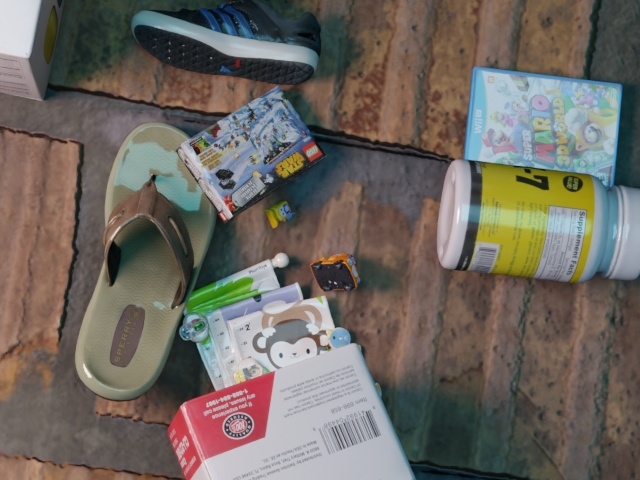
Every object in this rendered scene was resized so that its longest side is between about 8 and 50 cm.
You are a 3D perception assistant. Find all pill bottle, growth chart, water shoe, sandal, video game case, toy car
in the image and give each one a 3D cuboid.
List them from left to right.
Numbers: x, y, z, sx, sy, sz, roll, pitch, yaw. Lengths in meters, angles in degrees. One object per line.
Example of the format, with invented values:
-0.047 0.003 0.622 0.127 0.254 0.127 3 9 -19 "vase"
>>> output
-0.176 0.017 1.875 0.120 0.086 0.303 10 70 -3 "sandal"
-0.100 -0.222 1.938 0.203 0.073 0.080 13 62 -8 "water shoe"
-0.042 0.133 1.926 0.172 0.021 0.237 -29 89 -8 "growth chart"
0.000 0.000 1.926 0.040 0.060 0.122 -40 97 -39 "toy car"
0.242 -0.121 1.978 0.166 0.015 0.119 6 85 -5 "video game case"
0.235 -0.017 1.916 0.208 0.119 0.119 7 84 -5 "pill bottle"

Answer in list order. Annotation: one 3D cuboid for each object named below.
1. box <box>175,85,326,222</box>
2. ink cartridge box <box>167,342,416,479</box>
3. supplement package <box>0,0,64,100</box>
-0.072 -0.092 1.916 0.137 0.027 0.094 -33 88 -29 "box"
-0.009 0.268 1.810 0.197 0.114 0.273 -18 75 -19 "ink cartridge box"
-0.358 -0.271 1.809 0.198 0.262 0.199 11 84 -5 "supplement package"
